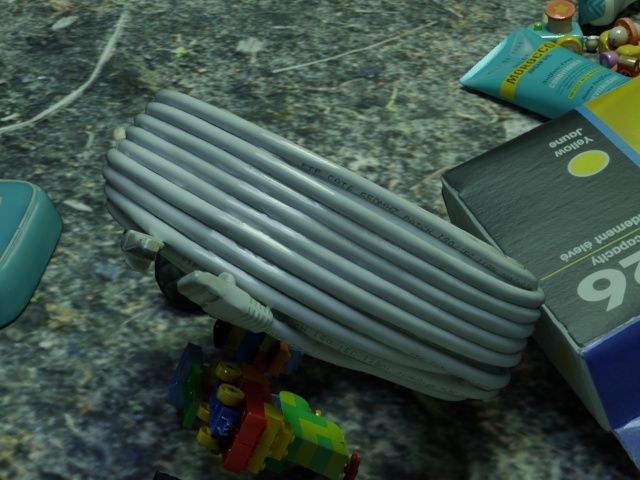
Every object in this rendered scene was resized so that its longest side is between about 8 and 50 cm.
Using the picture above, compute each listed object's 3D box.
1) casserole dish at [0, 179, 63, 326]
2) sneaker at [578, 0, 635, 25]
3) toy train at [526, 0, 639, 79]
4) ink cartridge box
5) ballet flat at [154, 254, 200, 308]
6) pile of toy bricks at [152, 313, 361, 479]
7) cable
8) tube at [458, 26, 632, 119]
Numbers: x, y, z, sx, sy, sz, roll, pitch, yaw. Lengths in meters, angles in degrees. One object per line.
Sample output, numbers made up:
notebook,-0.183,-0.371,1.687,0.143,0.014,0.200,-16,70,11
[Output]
casserole dish,-0.255,0.005,0.971,0.114,0.037,0.188,1,31,5
sneaker,0.310,-0.277,1.329,0.092,0.087,0.229,13,37,19
toy train,0.237,-0.171,1.201,0.166,0.046,0.125,22,40,33
ink cartridge box,0.263,-0.016,0.814,0.303,0.072,0.307,-25,32,-4
ballet flat,-0.029,0.008,0.934,0.173,0.049,0.057,-13,34,-15
pile of toy bricks,-0.026,0.105,0.754,0.105,0.118,0.212,23,13,-11
cable,0.000,0.000,0.756,0.257,0.089,0.257,25,5,-25
tube,0.211,-0.126,1.131,0.080,0.052,0.207,-38,41,-17
